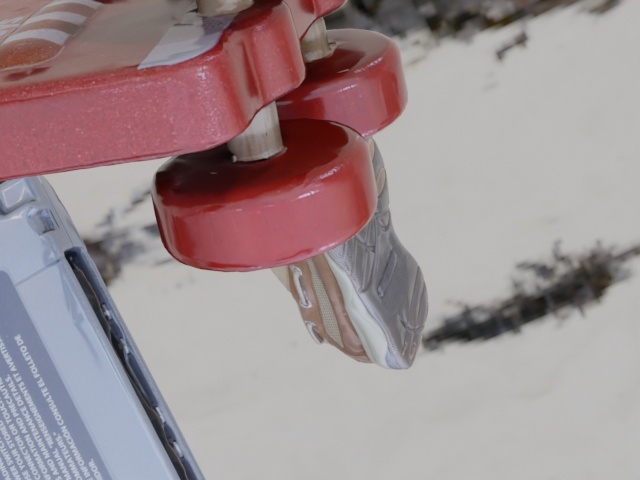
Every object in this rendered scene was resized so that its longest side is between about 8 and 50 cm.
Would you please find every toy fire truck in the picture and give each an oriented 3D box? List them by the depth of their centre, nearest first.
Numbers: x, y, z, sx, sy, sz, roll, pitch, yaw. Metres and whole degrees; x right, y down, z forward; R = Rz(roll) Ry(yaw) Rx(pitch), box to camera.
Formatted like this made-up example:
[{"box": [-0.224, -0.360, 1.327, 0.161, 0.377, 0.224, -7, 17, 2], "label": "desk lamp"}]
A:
[{"box": [-0.101, -0.100, 0.833, 0.254, 0.302, 0.169, -6, 114, 12], "label": "toy fire truck"}]

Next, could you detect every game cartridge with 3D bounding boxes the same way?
[{"box": [-0.193, 0.130, 1.112, 0.198, 0.297, 0.062, -28, 176, 18], "label": "game cartridge"}]

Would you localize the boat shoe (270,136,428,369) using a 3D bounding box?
[{"box": [0.000, 0.000, 1.562, 0.116, 0.123, 0.324, 4, 137, 25], "label": "boat shoe"}]
